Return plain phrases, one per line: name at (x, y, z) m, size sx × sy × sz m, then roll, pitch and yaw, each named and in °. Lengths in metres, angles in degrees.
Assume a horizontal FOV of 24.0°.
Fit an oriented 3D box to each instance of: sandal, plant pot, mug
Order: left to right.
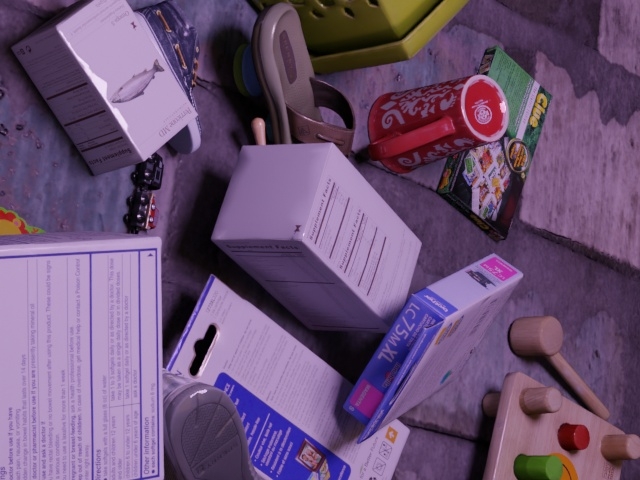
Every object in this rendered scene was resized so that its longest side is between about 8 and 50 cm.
sandal at (-0.006, -0.155, 1.889) m, size 0.120 × 0.086 × 0.303 m, roll -63°, pitch 144°, yaw -45°
plant pot at (0.056, -0.346, 1.943) m, size 0.227 × 0.228 × 0.207 m, roll -48°, pitch 120°, yaw -36°
mug at (0.154, -0.146, 2.019) m, size 0.113 × 0.169 × 0.150 m, roll 44°, pitch 56°, yaw -27°

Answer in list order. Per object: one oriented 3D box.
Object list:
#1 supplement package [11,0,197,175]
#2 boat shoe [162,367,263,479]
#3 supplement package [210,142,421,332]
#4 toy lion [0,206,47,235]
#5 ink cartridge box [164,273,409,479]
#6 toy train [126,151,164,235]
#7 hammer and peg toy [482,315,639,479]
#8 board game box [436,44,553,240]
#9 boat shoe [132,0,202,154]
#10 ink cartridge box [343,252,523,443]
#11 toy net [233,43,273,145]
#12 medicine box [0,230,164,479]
supplement package at (-0.245, -0.181, 1.722) m, size 0.105 × 0.105 × 0.179 m, roll -46°, pitch 112°, yaw -37°
boat shoe at (-0.130, 0.286, 1.716) m, size 0.118 × 0.103 × 0.320 m, roll -33°, pitch 126°, yaw -26°
supplement package at (0.000, 0.000, 1.835) m, size 0.244 × 0.139 × 0.134 m, roll 46°, pitch 53°, yaw -48°
toy lion at (-0.337, 0.009, 1.660) m, size 0.100 × 0.034 × 0.096 m, roll -10°, pitch 81°, yaw -42°
ink cartridge box at (-0.052, 0.215, 1.842) m, size 0.371 × 0.069 × 0.176 m, roll 42°, pitch 58°, yaw -30°
toy train at (-0.209, -0.030, 1.780) m, size 0.036 × 0.027 × 0.158 m, roll 27°, pitch 64°, yaw -46°
hammer and peg toy at (0.342, 0.297, 2.125) m, size 0.266 × 0.127 × 0.361 m, roll 31°, pitch 63°, yaw -33°
board game box at (0.257, -0.143, 2.202) m, size 0.136 × 0.030 × 0.260 m, roll 37°, pitch 60°, yaw -28°
boat shoe at (-0.171, -0.200, 1.816) m, size 0.083 × 0.065 × 0.183 m, roll -31°, pitch 101°, yaw -39°
ink cartridge box at (0.135, 0.130, 1.893) m, size 0.065 × 0.186 × 0.311 m, roll 36°, pitch 25°, yaw 15°
toy net at (-0.069, -0.130, 1.912) m, size 0.122 × 0.045 × 0.232 m, roll 25°, pitch 66°, yaw -63°
medicine box at (-0.315, 0.128, 1.546) m, size 0.289 × 0.149 × 0.264 m, roll -3°, pitch 95°, yaw -41°
